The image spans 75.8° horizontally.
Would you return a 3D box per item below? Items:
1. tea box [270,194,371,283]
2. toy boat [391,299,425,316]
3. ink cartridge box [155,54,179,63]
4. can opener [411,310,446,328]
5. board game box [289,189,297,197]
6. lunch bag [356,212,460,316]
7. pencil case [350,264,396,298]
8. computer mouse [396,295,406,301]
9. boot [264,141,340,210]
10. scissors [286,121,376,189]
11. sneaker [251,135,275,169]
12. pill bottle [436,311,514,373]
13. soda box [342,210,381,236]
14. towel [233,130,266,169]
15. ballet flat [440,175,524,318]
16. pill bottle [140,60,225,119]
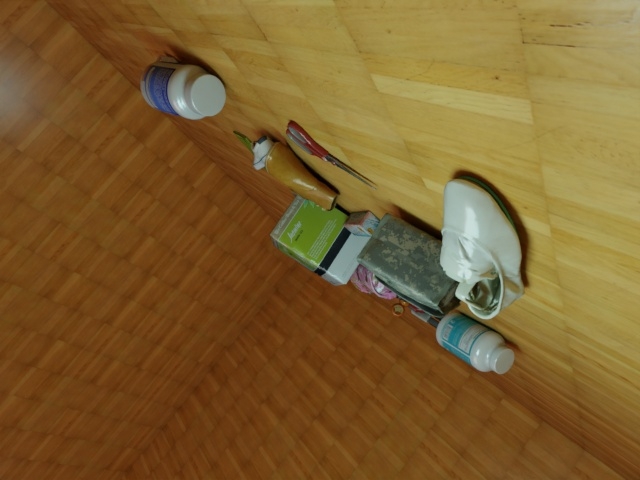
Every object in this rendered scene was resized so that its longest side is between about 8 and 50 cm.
[{"bbox_3d":[0.000,0.000,1.586,0.323,0.220,0.329,34,171,2],"label":"tea box"},{"bbox_3d":[0.366,0.269,1.804,0.151,0.151,0.231,33,171,44],"label":"toy boat"},{"bbox_3d":[-0.443,-0.547,1.380,0.179,0.045,0.145,16,163,24],"label":"ink cartridge box"},{"bbox_3d":[0.518,0.352,1.862,0.280,0.074,0.093,33,170,46],"label":"can opener"},{"bbox_3d":[-0.023,-0.132,1.782,0.124,0.039,0.259,34,169,44],"label":"board game box"},{"bbox_3d":[0.258,0.079,1.082,0.235,0.169,0.287,32,178,29],"label":"lunch bag"},{"bbox_3d":[0.230,0.144,1.697,0.167,0.160,0.386,41,173,-4],"label":"pencil case"},{"bbox_3d":[0.368,0.173,1.365,0.188,0.072,0.272,-10,159,21],"label":"computer mouse"},{"bbox_3d":[-0.043,-0.190,1.285,0.211,0.104,0.295,32,177,15],"label":"boot"},{"bbox_3d":[0.024,-0.210,1.066,0.297,0.021,0.109,38,171,7],"label":"scissors"},{"bbox_3d":[-0.191,-0.305,1.396,0.091,0.094,0.258,60,164,-12],"label":"sneaker"},{"bbox_3d":[0.552,0.369,1.470,0.146,0.146,0.264,43,173,-29],"label":"pill bottle"},{"bbox_3d":[0.133,-0.053,1.331,0.063,0.058,0.183,41,174,-11],"label":"soda box"},{"bbox_3d":[-0.268,-0.355,1.698,0.102,0.021,0.237,33,171,40],"label":"towel"},{"bbox_3d":[0.297,0.047,0.772,0.139,0.139,0.400,34,171,42],"label":"ballet flat"},{"bbox_3d":[-0.405,-0.444,1.221,0.272,0.152,0.152,25,166,38],"label":"pill bottle"}]
